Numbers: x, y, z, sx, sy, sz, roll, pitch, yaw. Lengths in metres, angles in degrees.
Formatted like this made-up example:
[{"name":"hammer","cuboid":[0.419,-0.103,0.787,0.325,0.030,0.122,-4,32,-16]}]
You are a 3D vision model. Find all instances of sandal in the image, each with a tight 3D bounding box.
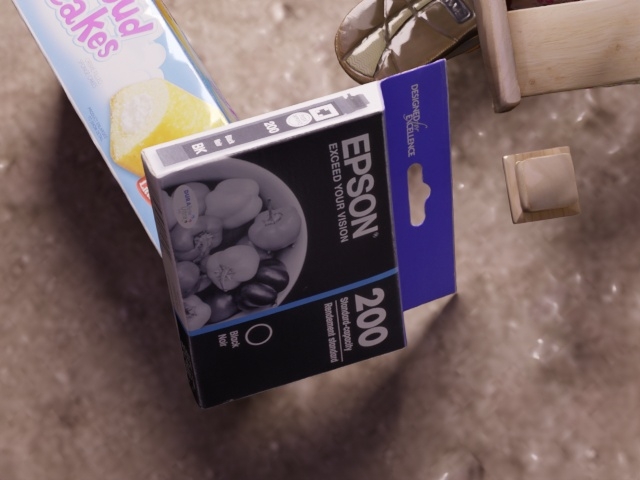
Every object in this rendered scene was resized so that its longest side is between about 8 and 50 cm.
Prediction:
[{"name":"sandal","cuboid":[0.106,-0.166,1.195,0.219,0.060,0.090,-31,75,-17]}]

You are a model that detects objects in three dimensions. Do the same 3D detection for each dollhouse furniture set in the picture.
[{"name":"dollhouse furniture set","cuboid":[0.247,-0.204,1.158,0.303,0.174,0.356,-7,88,-4]}]

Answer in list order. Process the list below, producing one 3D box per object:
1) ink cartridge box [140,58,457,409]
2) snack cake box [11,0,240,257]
[{"name":"ink cartridge box","cuboid":[0.000,0.000,1.072,0.208,0.206,0.045,-18,41,-13]},{"name":"snack cake box","cuboid":[-0.115,-0.092,1.179,0.089,0.152,0.264,-34,70,3]}]
